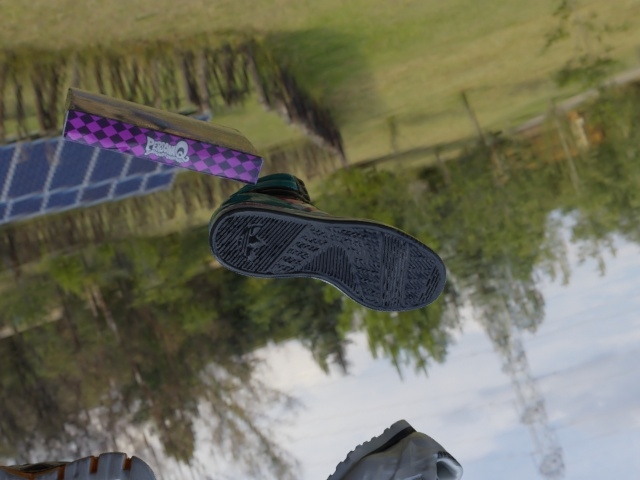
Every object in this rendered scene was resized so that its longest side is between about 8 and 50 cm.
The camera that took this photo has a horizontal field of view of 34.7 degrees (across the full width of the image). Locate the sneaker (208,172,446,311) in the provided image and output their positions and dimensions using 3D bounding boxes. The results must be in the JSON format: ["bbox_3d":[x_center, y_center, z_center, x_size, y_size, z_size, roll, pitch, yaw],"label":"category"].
[{"bbox_3d":[0.000,0.000,1.279,0.295,0.124,0.178,15,-164,-14],"label":"sneaker"}]

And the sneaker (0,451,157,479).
[{"bbox_3d":[-0.234,0.214,0.811,0.214,0.084,0.083,-2,165,-4],"label":"sneaker"}]

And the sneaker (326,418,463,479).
[{"bbox_3d":[0.075,0.279,1.143,0.235,0.094,0.090,-27,142,-51],"label":"sneaker"}]

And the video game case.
[{"bbox_3d":[-0.201,-0.132,1.266,0.232,0.042,0.210,13,-168,-17],"label":"video game case"}]
